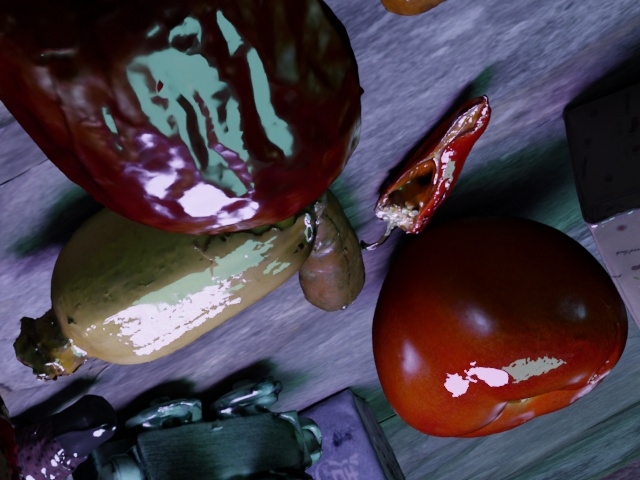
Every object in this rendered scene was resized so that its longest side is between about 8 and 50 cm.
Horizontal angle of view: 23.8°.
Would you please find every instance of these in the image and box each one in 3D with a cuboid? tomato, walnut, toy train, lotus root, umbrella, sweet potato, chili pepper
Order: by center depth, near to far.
[{"bbox_3d":[-0.086,-0.141,0.975,0.244,0.222,0.269,-54,151,-13],"label":"walnut"},{"bbox_3d":[-0.131,0.017,1.333,0.303,0.131,0.146,-29,133,7],"label":"lotus root"},{"bbox_3d":[0.106,-0.067,1.498,0.050,0.059,0.268,-56,180,-44],"label":"chili pepper"},{"bbox_3d":[0.000,0.000,1.502,0.075,0.075,0.273,-24,154,-2],"label":"sweet potato"},{"bbox_3d":[0.182,0.088,1.668,0.298,0.226,0.298,-20,163,-6],"label":"tomato"},{"bbox_3d":[-0.356,0.267,1.688,0.326,0.090,0.094,-35,151,22],"label":"umbrella"},{"bbox_3d":[-0.149,0.277,1.842,0.299,0.167,0.238,-6,160,-34],"label":"toy train"}]

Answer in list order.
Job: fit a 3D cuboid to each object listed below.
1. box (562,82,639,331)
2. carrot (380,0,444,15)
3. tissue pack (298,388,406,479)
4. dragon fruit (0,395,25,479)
[{"bbox_3d":[0.408,-0.016,1.545,0.225,0.190,0.297,-20,131,18],"label":"box"},{"bbox_3d":[0.041,-0.228,1.067,0.072,0.072,0.205,-30,154,11],"label":"carrot"},{"bbox_3d":[-0.061,0.416,2.040,0.394,0.288,0.124,-29,159,8],"label":"tissue pack"},{"bbox_3d":[-0.400,0.204,1.245,0.329,0.329,0.329,-21,156,-10],"label":"dragon fruit"}]
